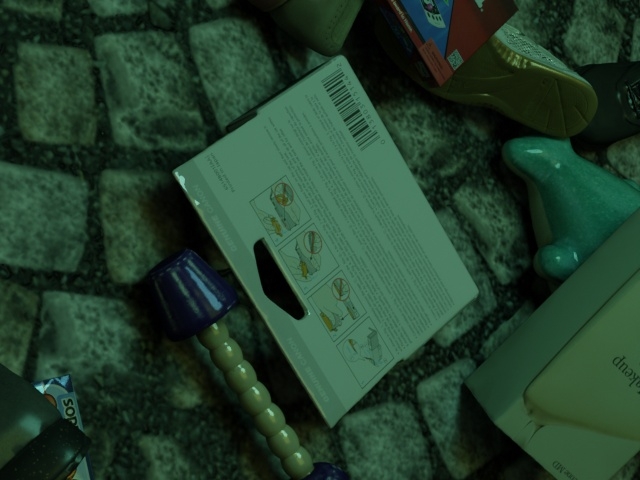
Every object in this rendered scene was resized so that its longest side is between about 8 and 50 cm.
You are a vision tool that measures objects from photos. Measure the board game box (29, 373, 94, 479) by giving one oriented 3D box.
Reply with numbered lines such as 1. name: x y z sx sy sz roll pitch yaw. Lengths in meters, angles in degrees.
1. board game box: -0.255 0.226 1.185 0.136 0.035 0.201 -11 86 -38

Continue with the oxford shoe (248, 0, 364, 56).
1. oxford shoe: 0.048 -0.345 1.506 0.130 0.123 0.348 44 67 -24

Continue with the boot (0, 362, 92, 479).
1. boot: -0.364 0.196 1.075 0.223 0.118 0.338 45 66 0

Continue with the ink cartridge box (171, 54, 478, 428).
1. ink cartridge box: 0.000 0.000 1.411 0.261 0.066 0.296 -38 102 -36

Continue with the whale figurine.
1. whale figurine: 0.323 -0.024 1.610 0.216 0.141 0.272 -35 95 -41

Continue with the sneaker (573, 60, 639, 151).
1. sneaker: 0.412 -0.188 1.727 0.286 0.130 0.109 -22 95 -37

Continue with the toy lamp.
1. toy lamp: -0.070 0.132 1.321 0.080 0.080 0.275 -42 107 -36

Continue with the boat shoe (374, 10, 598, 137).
1. boat shoe: 0.181 -0.206 1.588 0.277 0.098 0.096 26 25 -16

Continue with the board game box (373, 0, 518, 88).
1. board game box: 0.090 -0.313 1.445 0.145 0.027 0.281 -46 113 -26

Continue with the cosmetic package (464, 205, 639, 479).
1. cosmetic package: 0.324 0.109 1.497 0.160 0.113 0.309 41 96 -21
